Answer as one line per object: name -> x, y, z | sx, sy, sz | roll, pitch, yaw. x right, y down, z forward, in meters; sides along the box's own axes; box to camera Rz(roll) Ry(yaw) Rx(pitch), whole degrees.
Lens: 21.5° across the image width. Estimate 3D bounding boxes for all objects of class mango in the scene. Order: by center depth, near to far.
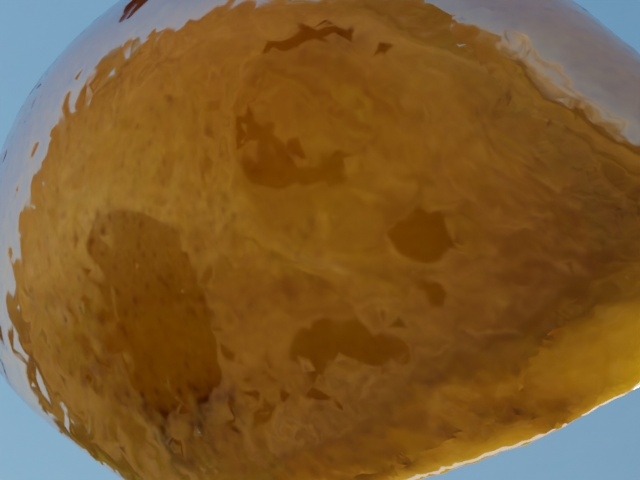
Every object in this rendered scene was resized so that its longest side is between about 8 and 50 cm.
mango -> 0.000, 0.000, 0.585 | 0.199, 0.201, 0.350 | 48, -26, -22
